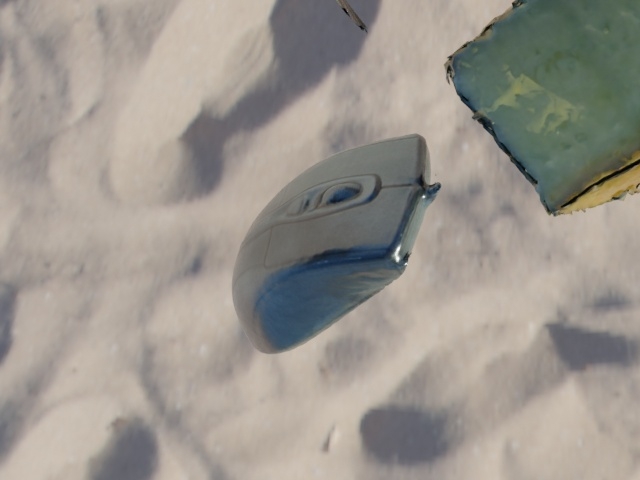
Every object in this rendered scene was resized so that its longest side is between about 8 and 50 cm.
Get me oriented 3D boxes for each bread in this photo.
[{"bbox_3d":[0.319,-0.192,1.772,0.248,0.279,0.315,53,140,21],"label":"bread"}]

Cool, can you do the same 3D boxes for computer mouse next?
[{"bbox_3d":[0.000,0.000,2.029,0.122,0.188,0.371,30,142,-23],"label":"computer mouse"}]

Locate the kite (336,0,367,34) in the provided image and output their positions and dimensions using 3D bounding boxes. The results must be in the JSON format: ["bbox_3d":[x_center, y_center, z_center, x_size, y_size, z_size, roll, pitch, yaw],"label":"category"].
[{"bbox_3d":[-0.053,-0.330,1.809,0.011,0.314,0.335,-38,116,11],"label":"kite"}]
